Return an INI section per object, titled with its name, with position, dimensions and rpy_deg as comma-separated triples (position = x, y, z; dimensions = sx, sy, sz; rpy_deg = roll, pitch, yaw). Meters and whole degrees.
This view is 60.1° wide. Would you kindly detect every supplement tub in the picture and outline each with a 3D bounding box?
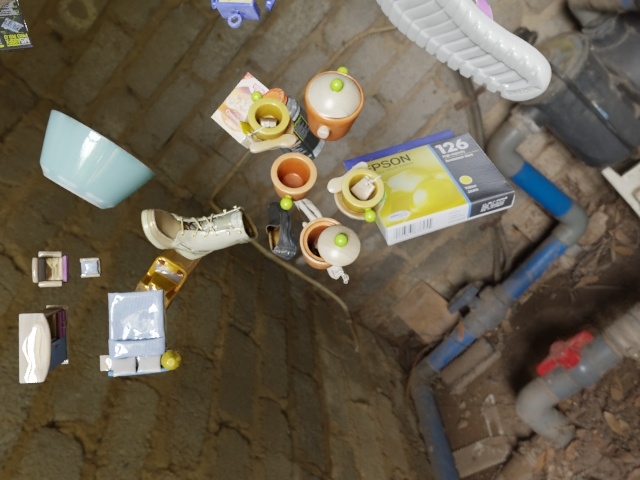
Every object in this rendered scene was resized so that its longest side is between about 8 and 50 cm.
[supplement tub]
position = -0.080, -0.296, 1.431
dimensions = 0.116, 0.190, 0.117
rpy_deg = -19, 50, 24

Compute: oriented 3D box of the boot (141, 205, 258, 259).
[boot]
position = -0.231, -0.027, 1.083
dimensions = 0.165, 0.213, 0.077
rpy_deg = -14, 70, 15

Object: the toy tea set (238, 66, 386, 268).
[toy tea set]
position = 0.006, -0.124, 0.866
dimensions = 0.199, 0.336, 0.124
rpy_deg = -19, -16, -12

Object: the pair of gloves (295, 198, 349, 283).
[pair of gloves]
position = 0.000, 0.000, 1.387
dimensions = 0.042, 0.240, 0.204
rpy_deg = -30, 62, -7

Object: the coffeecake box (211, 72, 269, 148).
[coffeecake box]
position = -0.231, -0.413, 1.764
dimensions = 0.185, 0.142, 0.068
rpy_deg = -49, -17, 5

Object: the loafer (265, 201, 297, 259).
[loafer]
position = -0.108, -0.032, 1.389
dimensions = 0.062, 0.061, 0.170
rpy_deg = -43, 50, 30

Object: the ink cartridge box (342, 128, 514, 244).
[ink cartridge box]
position = 0.238, -0.153, 1.288
dimensions = 0.303, 0.072, 0.307
rpy_deg = -18, 51, -7

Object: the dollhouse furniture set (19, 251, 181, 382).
[dollhouse furniture set]
position = -0.464, 0.165, 1.211
dimensions = 0.198, 0.303, 0.287
rpy_deg = 175, 94, -78

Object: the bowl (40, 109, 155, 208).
[bowl]
position = -0.632, -0.200, 1.515
dimensions = 0.163, 0.311, 0.311
rpy_deg = -59, 24, -7

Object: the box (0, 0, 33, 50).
[box]
position = -1.057, -0.683, 1.692
dimensions = 0.060, 0.216, 0.270
rpy_deg = 2, 22, 39

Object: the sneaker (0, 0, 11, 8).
[sneaker]
position = -0.750, -0.560, 1.220
dimensions = 0.129, 0.111, 0.297
rpy_deg = -4, 26, 11

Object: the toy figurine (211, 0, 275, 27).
[toy figurine]
position = -0.239, -0.662, 1.420
dimensions = 0.191, 0.362, 0.218
rpy_deg = 20, -103, -79

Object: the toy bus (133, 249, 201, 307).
[toy bus]
position = -0.454, 0.098, 1.683
dimensions = 0.130, 0.108, 0.333
rpy_deg = -55, 8, 9

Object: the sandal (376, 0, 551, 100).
[sandal]
position = 0.251, -0.409, 1.011
dimensions = 0.102, 0.416, 0.169
rpy_deg = -60, 17, -17
